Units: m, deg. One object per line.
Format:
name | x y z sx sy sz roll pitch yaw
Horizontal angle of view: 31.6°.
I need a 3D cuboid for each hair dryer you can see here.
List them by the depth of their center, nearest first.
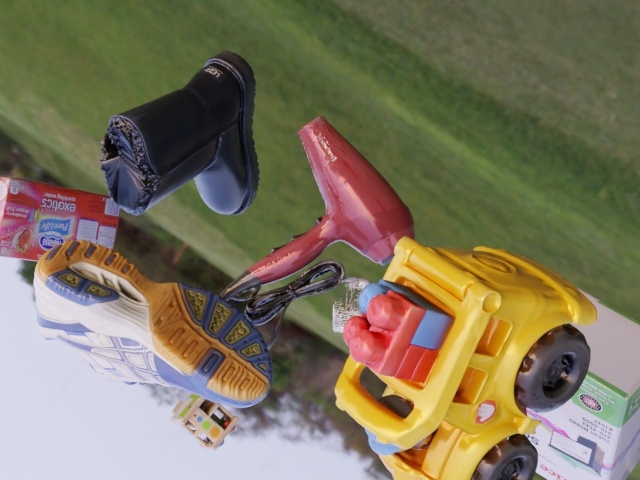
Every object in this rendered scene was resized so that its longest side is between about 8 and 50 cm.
hair dryer | 0.000 0.000 1.322 0.224 0.293 0.080 6 177 -7

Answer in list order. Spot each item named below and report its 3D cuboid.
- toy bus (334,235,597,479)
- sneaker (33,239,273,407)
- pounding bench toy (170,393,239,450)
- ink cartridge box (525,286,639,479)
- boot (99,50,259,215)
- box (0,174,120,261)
toy bus | 0.088 0.109 0.921 0.211 0.220 0.149 12 -165 -43
sneaker | -0.188 0.113 1.274 0.296 0.131 0.112 29 -139 12
pounding bench toy | -0.151 0.232 1.455 0.065 0.052 0.083 44 158 -14
ink cartridge box | 0.324 0.199 1.480 0.201 0.117 0.278 31 148 28
boot | -0.171 -0.089 1.364 0.094 0.207 0.246 32 140 24
box | -0.465 -0.031 1.869 0.123 0.128 0.257 9 180 34
